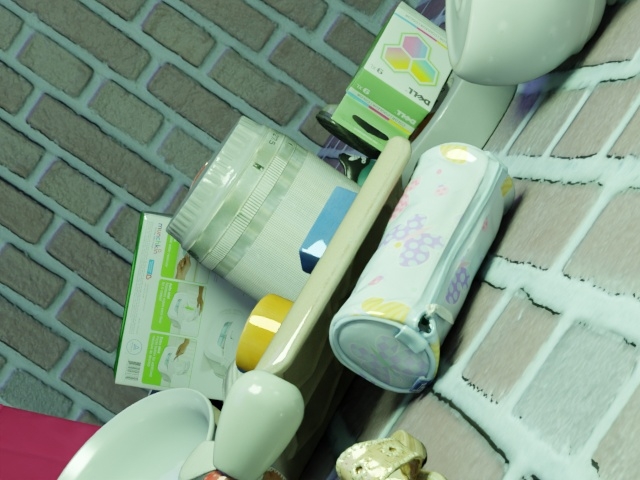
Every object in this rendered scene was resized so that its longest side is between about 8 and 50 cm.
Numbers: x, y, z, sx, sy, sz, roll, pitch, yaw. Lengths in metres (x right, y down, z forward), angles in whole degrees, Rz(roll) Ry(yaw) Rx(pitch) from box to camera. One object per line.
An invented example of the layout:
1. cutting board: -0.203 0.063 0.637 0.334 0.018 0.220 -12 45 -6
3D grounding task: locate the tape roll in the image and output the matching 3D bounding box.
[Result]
1. tape roll: 0.175 -0.154 2.048 0.219 0.072 0.219 -54 6 9

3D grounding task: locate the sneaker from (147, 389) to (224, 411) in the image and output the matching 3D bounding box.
1. sneaker: -0.226 0.281 2.548 0.350 0.131 0.148 -48 6 47

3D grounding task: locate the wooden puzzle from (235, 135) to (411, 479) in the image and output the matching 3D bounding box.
1. wooden puzzle: 0.000 0.085 1.672 0.322 0.080 0.348 -59 -15 -26

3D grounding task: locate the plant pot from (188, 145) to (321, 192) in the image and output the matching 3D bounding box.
1. plant pot: -0.092 -0.029 2.647 0.272 0.272 0.265 -56 -2 -2

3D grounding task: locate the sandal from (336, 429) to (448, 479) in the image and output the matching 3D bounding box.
1. sandal: 0.046 0.200 1.258 0.088 0.079 0.240 -55 7 6

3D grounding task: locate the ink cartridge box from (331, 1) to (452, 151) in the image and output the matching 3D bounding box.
1. ink cartridge box: 0.107 -0.219 2.063 0.062 0.109 0.209 -49 9 50

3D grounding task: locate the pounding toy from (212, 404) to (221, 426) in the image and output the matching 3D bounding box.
1. pounding toy: -0.184 0.336 2.239 0.130 0.100 0.141 -53 -3 17

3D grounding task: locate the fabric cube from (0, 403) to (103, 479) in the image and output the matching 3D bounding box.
1. fabric cube: -0.404 0.429 2.245 0.259 0.258 0.254 -73 -5 -68

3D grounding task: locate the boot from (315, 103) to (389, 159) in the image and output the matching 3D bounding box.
1. boot: 0.105 -0.192 2.171 0.083 0.246 0.161 36 97 39

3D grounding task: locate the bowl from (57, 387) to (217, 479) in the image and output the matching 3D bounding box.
1. bowl: -0.222 0.349 2.001 0.298 0.134 0.298 -31 29 19

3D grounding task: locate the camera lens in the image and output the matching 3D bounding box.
1. camera lens: -0.052 -0.019 2.137 0.219 0.274 0.219 -55 7 10

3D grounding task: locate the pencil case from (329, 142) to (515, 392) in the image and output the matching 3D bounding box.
1. pencil case: 0.107 0.022 1.524 0.273 0.113 0.124 -61 3 -40

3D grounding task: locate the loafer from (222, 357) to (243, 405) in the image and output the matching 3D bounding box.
1. loafer: -0.078 0.199 2.049 0.111 0.112 0.319 -59 -2 14

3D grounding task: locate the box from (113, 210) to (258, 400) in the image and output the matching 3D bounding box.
1. box: -0.181 0.102 2.309 0.127 0.231 0.262 -153 73 -80

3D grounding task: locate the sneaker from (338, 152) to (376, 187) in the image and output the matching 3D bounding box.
1. sneaker: 0.000 0.000 2.333 0.302 0.121 0.108 -56 8 10

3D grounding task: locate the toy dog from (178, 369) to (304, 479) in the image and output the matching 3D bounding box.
1. toy dog: -0.083 0.291 1.424 0.334 0.220 0.161 -47 -22 15

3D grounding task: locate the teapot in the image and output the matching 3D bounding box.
1. teapot: 0.251 -0.293 1.759 0.256 0.187 0.253 -95 8 -53
